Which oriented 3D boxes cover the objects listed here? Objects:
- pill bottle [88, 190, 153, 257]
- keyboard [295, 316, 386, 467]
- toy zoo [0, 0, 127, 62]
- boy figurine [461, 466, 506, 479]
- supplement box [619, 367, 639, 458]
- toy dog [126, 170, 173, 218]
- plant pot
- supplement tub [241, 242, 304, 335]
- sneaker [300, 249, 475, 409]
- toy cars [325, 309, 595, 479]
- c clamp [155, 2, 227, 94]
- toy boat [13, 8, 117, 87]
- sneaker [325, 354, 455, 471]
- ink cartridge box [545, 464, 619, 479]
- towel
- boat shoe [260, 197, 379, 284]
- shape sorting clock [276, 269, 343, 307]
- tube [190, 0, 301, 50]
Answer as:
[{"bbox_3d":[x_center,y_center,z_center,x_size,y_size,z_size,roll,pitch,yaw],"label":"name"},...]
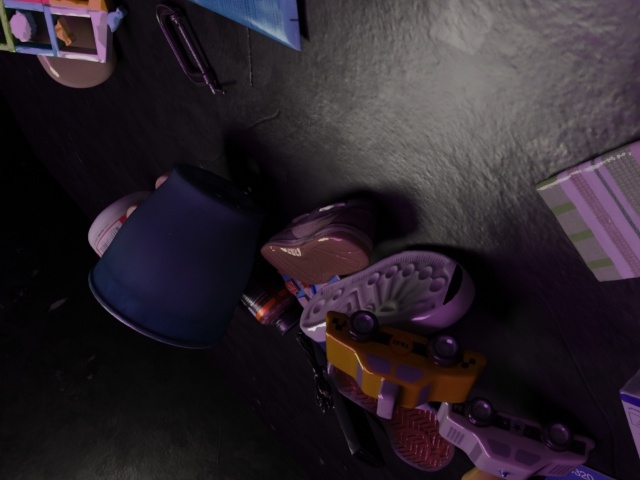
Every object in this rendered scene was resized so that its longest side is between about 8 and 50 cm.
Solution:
[{"bbox_3d":[-0.419,0.080,1.578,0.407,0.229,0.229,48,156,10],"label":"pill bottle"},{"bbox_3d":[0.018,0.252,1.052,0.201,0.033,0.317,52,-172,-41],"label":"keyboard"},{"bbox_3d":[-0.493,-0.430,1.050,0.294,0.030,0.192,7,127,4],"label":"toy zoo"},{"bbox_3d":[0.298,0.453,0.928,0.285,0.092,0.177,65,178,-36],"label":"boy figurine"},{"bbox_3d":[0.345,0.182,0.470,0.114,0.111,0.220,11,132,57],"label":"supplement box"},{"bbox_3d":[-0.322,0.008,1.366,0.161,0.220,0.333,-33,84,44],"label":"toy dog"},{"bbox_3d":[-0.236,0.011,1.058,0.272,0.255,0.271,30,-168,-7],"label":"plant pot"},{"bbox_3d":[-0.116,0.101,1.206,0.198,0.106,0.106,49,156,10],"label":"supplement tub"},{"bbox_3d":[0.140,0.143,0.815,0.236,0.130,0.323,41,147,-21],"label":"sneaker"},{"bbox_3d":[0.160,0.211,0.699,0.394,0.087,0.176,37,145,-22],"label":"toy cars"},{"bbox_3d":[-0.207,-0.304,0.923,0.137,0.022,0.160,18,140,60],"label":"c clamp"},{"bbox_3d":[-0.510,-0.433,1.185,0.151,0.151,0.231,-108,1,-52],"label":"toy boat"},{"bbox_3d":[0.125,0.278,1.038,0.302,0.108,0.121,48,-174,-12],"label":"sneaker"},{"bbox_3d":[0.434,0.451,0.738,0.324,0.071,0.330,7,131,59],"label":"ink cartridge box"},{"bbox_3d":[0.256,-0.024,0.466,0.113,0.023,0.152,56,158,-3],"label":"towel"},{"bbox_3d":[0.000,0.000,0.874,0.103,0.092,0.285,38,158,-15],"label":"boat shoe"},{"bbox_3d":[-0.019,0.074,1.071,0.206,0.040,0.206,41,154,25],"label":"shape sorting clock"},{"bbox_3d":[-0.103,-0.298,0.707,0.207,0.052,0.080,32,154,28],"label":"tube"}]
